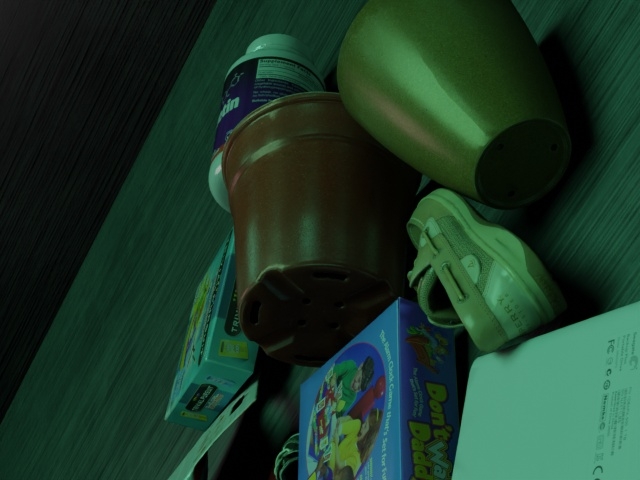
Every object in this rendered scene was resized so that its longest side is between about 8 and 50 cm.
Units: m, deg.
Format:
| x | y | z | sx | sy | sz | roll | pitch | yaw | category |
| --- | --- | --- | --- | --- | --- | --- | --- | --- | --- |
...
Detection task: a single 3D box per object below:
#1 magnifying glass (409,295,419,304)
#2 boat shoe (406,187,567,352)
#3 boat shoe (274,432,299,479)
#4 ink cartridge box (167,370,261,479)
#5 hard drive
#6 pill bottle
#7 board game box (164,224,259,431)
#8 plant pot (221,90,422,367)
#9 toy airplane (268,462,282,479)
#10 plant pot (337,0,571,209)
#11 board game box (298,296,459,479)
| x | y | z | sx | sy | sz | roll | pitch | yaw | category |
| --- | --- | --- | --- | --- | --- | --- | --- | --- | --- |
| 0.101 | 0.107 | 1.590 | 0.231 | 0.026 | 0.092 | -8 | 62 | 68 | magnifying glass |
| 0.144 | 0.030 | 1.353 | 0.110 | 0.121 | 0.341 | -37 | 15 | -3 | boat shoe |
| -0.020 | 0.295 | 1.634 | 0.078 | 0.070 | 0.219 | -67 | 20 | 1 | boat shoe |
| -0.185 | 0.383 | 1.870 | 0.385 | 0.091 | 0.308 | -50 | 2 | 0 | ink cartridge box |
| 0.223 | 0.173 | 1.110 | 0.318 | 0.040 | 0.210 | -31 | 41 | 58 | hard drive |
| -0.085 | -0.198 | 2.146 | 0.181 | 0.181 | 0.323 | -47 | 28 | 44 | pill bottle |
| -0.161 | 0.140 | 2.052 | 0.336 | 0.079 | 0.254 | 126 | 158 | -61 | board game box |
| 0.000 | 0.000 | 1.600 | 0.272 | 0.272 | 0.265 | -50 | 27 | 40 | plant pot |
| -0.087 | 0.383 | 1.776 | 0.151 | 0.028 | 0.151 | -51 | 28 | 39 | toy airplane |
| 0.173 | -0.154 | 1.433 | 0.237 | 0.237 | 0.254 | -59 | 35 | 22 | plant pot |
| 0.061 | 0.272 | 1.414 | 0.233 | 0.078 | 0.347 | -46 | 33 | 45 | board game box |
